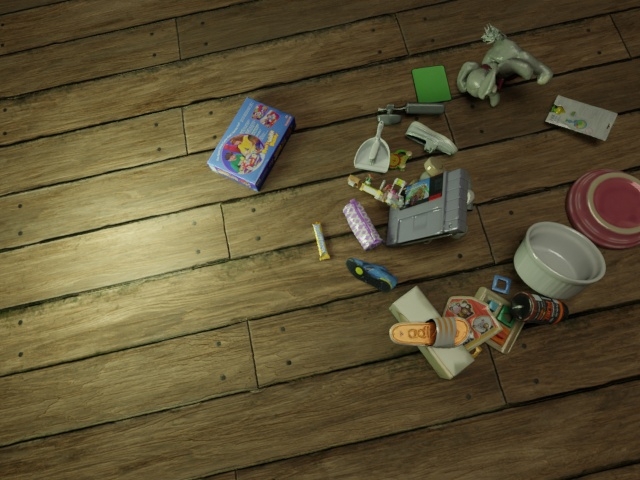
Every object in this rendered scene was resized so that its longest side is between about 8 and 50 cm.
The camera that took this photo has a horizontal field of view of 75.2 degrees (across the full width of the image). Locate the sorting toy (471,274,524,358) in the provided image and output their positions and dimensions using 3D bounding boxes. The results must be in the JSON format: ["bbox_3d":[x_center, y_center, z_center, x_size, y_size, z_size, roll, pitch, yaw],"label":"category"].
[{"bbox_3d":[0.640,0.292,1.528,0.195,0.047,0.348,31,78,11],"label":"sorting toy"}]

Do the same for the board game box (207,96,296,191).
[{"bbox_3d":[-0.287,-0.410,1.762,0.233,0.078,0.348,25,77,10],"label":"board game box"}]

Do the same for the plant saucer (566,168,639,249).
[{"bbox_3d":[1.138,-0.133,1.607,0.331,0.084,0.333,-1,73,2],"label":"plant saucer"}]

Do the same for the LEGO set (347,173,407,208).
[{"bbox_3d":[0.239,-0.217,1.635,0.287,0.132,0.107,38,107,47],"label":"LEGO set"}]

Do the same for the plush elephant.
[{"bbox_3d":[0.723,-0.680,1.716,0.329,0.256,0.272,24,29,-23],"label":"plush elephant"}]

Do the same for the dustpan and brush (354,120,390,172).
[{"bbox_3d":[0.232,-0.398,1.735,0.147,0.060,0.212,13,71,16],"label":"dustpan and brush"}]

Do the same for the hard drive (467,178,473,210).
[{"bbox_3d":[0.564,-0.185,1.682,0.094,0.022,0.135,2,74,3],"label":"hard drive"}]

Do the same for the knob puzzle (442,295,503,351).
[{"bbox_3d":[0.529,0.287,1.512,0.212,0.030,0.214,-7,73,25],"label":"knob puzzle"}]

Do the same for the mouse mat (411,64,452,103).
[{"bbox_3d":[0.491,-0.690,1.840,0.152,0.007,0.190,-7,73,1],"label":"mouse mat"}]

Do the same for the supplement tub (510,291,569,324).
[{"bbox_3d":[0.787,0.244,1.482,0.197,0.106,0.106,9,73,-21],"label":"supplement tub"}]

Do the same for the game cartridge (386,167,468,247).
[{"bbox_3d":[0.378,-0.112,1.519,0.068,0.355,0.231,13,74,-30],"label":"game cartridge"}]

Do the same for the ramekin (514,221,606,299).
[{"bbox_3d":[0.839,0.076,1.488,0.276,0.135,0.278,7,47,-7],"label":"ramekin"}]

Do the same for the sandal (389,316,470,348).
[{"bbox_3d":[0.362,0.305,1.360,0.264,0.076,0.102,-5,75,3],"label":"sandal"}]

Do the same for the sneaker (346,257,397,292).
[{"bbox_3d":[0.198,0.120,1.600,0.209,0.069,0.082,29,44,19],"label":"sneaker"}]

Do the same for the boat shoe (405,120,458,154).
[{"bbox_3d":[0.457,-0.407,1.730,0.227,0.079,0.081,36,88,17],"label":"boat shoe"}]

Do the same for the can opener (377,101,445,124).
[{"bbox_3d":[0.385,-0.542,1.782,0.282,0.076,0.095,2,106,3],"label":"can opener"}]

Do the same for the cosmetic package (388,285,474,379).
[{"bbox_3d":[0.385,0.326,1.474,0.113,0.160,0.310,-35,74,-7],"label":"cosmetic package"}]

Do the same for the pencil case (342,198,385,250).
[{"bbox_3d":[0.165,-0.057,1.633,0.086,0.088,0.206,-29,74,-8],"label":"pencil case"}]

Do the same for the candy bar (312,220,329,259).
[{"bbox_3d":[0.000,0.000,1.661,0.040,0.018,0.162,-13,74,-1],"label":"candy bar"}]

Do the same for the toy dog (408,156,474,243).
[{"bbox_3d":[0.483,-0.157,1.612,0.160,0.220,0.335,-4,79,-32],"label":"toy dog"}]

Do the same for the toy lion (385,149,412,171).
[{"bbox_3d":[0.322,-0.338,1.737,0.096,0.034,0.100,26,77,18],"label":"toy lion"}]

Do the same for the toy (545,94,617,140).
[{"bbox_3d":[1.076,-0.502,1.730,0.237,0.056,0.137,27,81,15],"label":"toy"}]
